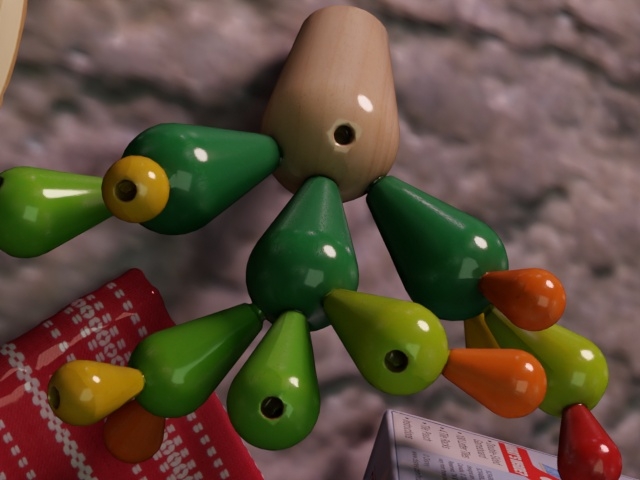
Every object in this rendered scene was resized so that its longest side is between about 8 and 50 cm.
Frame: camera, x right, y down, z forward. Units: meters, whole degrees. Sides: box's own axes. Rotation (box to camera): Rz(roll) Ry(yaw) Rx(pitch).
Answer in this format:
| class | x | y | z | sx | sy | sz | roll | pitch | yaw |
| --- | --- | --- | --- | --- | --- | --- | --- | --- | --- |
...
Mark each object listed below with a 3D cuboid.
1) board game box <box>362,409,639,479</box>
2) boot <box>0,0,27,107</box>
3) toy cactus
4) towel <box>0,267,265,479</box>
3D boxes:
| class | x | y | z | sx | sy | sz | roll | pitch | yaw |
| --- | --- | --- | --- | --- | --- | --- | --- | --- | --- |
| board game box | 0.166 | 0.165 | 0.451 | 0.318 | 0.318 | 0.066 | 16 | 100 | -1 |
| boot | -0.188 | -0.046 | 0.368 | 0.203 | 0.095 | 0.262 | 24 | 79 | -50 |
| toy cactus | 0.000 | 0.000 | 0.520 | 0.219 | 0.112 | 0.180 | 11 | 52 | -3 |
| towel | -0.129 | 0.162 | 0.520 | 0.275 | 0.031 | 0.199 | -34 | 107 | -22 |
